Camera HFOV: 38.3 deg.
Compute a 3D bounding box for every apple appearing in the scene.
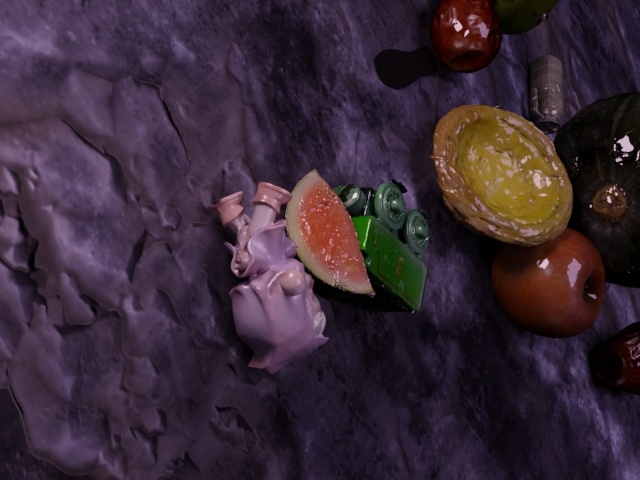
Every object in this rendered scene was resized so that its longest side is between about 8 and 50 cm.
[{"bbox_3d":[0.489,0.090,2.001,0.253,0.253,0.254,21,61,-46],"label":"apple"}]

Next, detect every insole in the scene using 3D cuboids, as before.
[{"bbox_3d":[0.182,-0.366,1.938,0.253,0.005,0.086,-24,97,-52],"label":"insole"}]

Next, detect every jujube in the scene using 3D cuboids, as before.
[{"bbox_3d":[0.323,-0.482,2.036,0.168,0.168,0.237,39,47,-37],"label":"jujube"},{"bbox_3d":[0.821,0.302,2.359,0.290,0.197,0.197,-3,79,-37],"label":"jujube"}]

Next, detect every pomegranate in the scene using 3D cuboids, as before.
[{"bbox_3d":[0.450,-0.626,2.188,0.271,0.254,0.254,53,41,-8],"label":"pomegranate"}]

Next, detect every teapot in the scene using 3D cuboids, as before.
[{"bbox_3d":[0.576,-0.380,2.377,0.107,0.077,0.201,26,58,-40],"label":"teapot"}]

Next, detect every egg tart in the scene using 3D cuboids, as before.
[{"bbox_3d":[0.360,-0.127,1.928,0.345,0.132,0.345,12,63,-24],"label":"egg tart"}]

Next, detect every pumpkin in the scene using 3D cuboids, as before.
[{"bbox_3d":[0.713,-0.109,2.066,0.344,0.454,0.455,-25,97,-41],"label":"pumpkin"}]

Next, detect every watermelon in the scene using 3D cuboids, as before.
[{"bbox_3d":[0.002,0.002,1.477,0.063,0.119,0.245,87,-19,-63],"label":"watermelon"}]

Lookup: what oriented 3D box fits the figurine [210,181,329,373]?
[{"bbox_3d":[-0.077,0.055,1.364,0.133,0.200,0.276,-15,87,-11],"label":"figurine"}]

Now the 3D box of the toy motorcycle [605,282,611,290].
[{"bbox_3d":[0.650,-0.003,2.309,0.239,0.108,0.204,50,44,-28],"label":"toy motorcycle"}]

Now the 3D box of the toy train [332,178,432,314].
[{"bbox_3d":[0.096,0.012,1.589,0.243,0.132,0.188,41,54,-45],"label":"toy train"}]
